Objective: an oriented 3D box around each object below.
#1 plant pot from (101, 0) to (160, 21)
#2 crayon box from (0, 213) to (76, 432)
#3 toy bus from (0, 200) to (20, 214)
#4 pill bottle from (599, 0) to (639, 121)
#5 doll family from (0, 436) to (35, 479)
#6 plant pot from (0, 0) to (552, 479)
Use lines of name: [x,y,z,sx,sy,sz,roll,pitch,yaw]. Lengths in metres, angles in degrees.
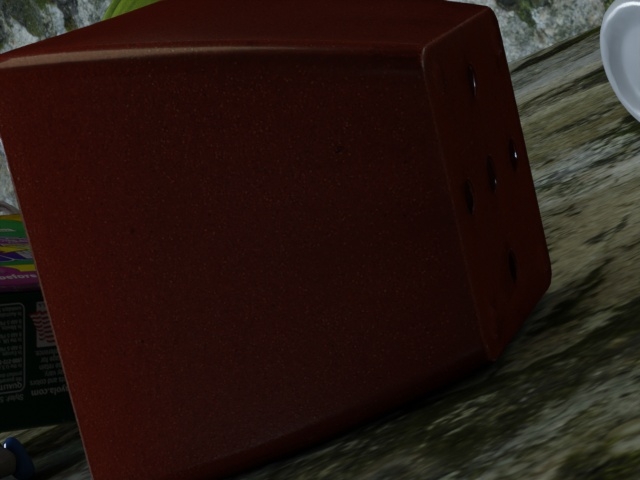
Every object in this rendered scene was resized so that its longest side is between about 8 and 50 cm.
plant pot: [-0.063,-0.137,2.046,0.366,0.366,0.353,-25,17,-1]
crayon box: [-0.293,0.057,1.334,0.363,0.106,0.313,-4,9,-36]
toy bus: [-0.154,0.016,1.611,0.104,0.191,0.202,-19,8,44]
pill bottle: [0.362,-0.190,1.628,0.229,0.131,0.131,-28,7,-28]
doll family: [-0.349,0.170,1.391,0.263,0.118,0.163,-18,9,47]
plant pot: [-0.006,-0.021,1.132,0.235,0.267,0.267,-10,11,21]
